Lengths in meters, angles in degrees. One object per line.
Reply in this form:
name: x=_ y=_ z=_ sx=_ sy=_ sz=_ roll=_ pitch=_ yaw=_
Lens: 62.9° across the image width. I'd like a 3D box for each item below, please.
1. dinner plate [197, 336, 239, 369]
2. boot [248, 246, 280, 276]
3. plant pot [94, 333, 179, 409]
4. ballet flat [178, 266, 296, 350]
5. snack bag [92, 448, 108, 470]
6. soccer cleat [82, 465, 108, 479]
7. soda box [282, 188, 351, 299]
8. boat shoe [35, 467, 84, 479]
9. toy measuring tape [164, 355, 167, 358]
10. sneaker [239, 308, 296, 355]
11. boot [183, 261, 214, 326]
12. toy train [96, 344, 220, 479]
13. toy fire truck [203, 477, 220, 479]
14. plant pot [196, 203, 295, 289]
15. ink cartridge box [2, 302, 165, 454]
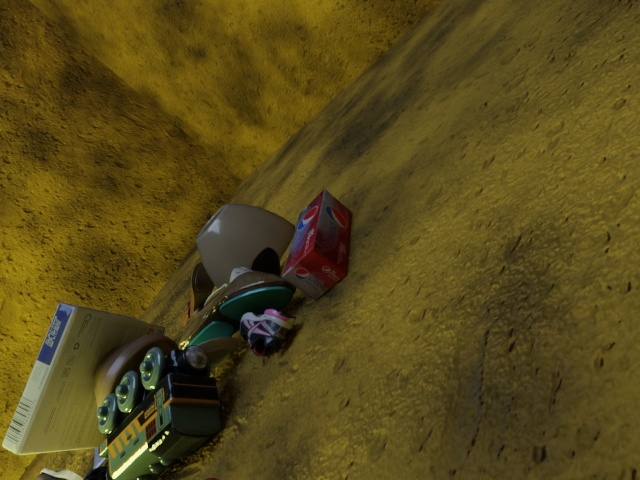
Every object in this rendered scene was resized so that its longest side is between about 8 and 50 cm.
dinner plate: x=-0.233 y=0.246 z=1.089 sx=0.141 sy=0.141 sz=0.017 roll=-43 pitch=60 yaw=22
boot: x=-0.167 y=0.109 z=1.257 sx=0.106 sy=0.082 sz=0.219 roll=-35 pitch=23 yaw=34
plant pot: x=-0.454 y=0.325 z=1.247 sx=0.237 sy=0.109 sz=0.237 roll=-48 pitch=-32 yaw=-45
ballet flat: x=-0.185 y=0.134 z=1.113 sx=0.342 sy=0.116 sz=0.124 roll=-40 pitch=40 yaw=32
snack bag: x=-0.560 y=0.486 z=1.540 sx=0.342 sy=0.037 sz=0.323 roll=-55 pitch=17 yaw=-17
soccer cleat: x=-0.455 y=0.582 z=0.957 sx=0.318 sy=0.108 sz=0.116 roll=-80 pitch=13 yaw=-57
soda box: x=0.000 y=0.000 z=1.051 sx=0.092 sy=0.083 sz=0.263 roll=-43 pitch=18 yaw=25
boat shoe: x=-0.671 y=0.651 z=1.326 sx=0.324 sy=0.116 sz=0.097 roll=-25 pitch=26 yaw=44
toy measuring tape: x=-0.387 y=0.371 z=1.195 sx=0.330 sy=0.121 sz=0.121 roll=-50 pitch=16 yaw=-2
sneaker: x=-0.115 y=0.180 z=0.986 sx=0.178 sy=0.072 sz=0.077 roll=-34 pitch=33 yaw=60
boot: x=-0.369 y=0.176 z=1.550 sx=0.152 sy=0.073 sz=0.197 roll=-40 pitch=47 yaw=51
toy train: x=-0.311 y=0.339 z=0.982 sx=0.334 sy=0.142 sz=0.190 roll=-44 pitch=45 yaw=27
toy fire truck: x=-0.126 y=0.383 z=0.438 sx=0.254 sy=0.169 sz=0.302 roll=17 pitch=66 yaw=47
plant pot: x=-0.236 y=0.007 z=1.479 sx=0.284 sy=0.191 sz=0.284 roll=-45 pitch=17 yaw=18
ink cartridge box: x=-0.551 y=0.335 z=1.269 sx=0.330 sy=0.071 sz=0.324 roll=43 pitch=-118 yaw=-65
